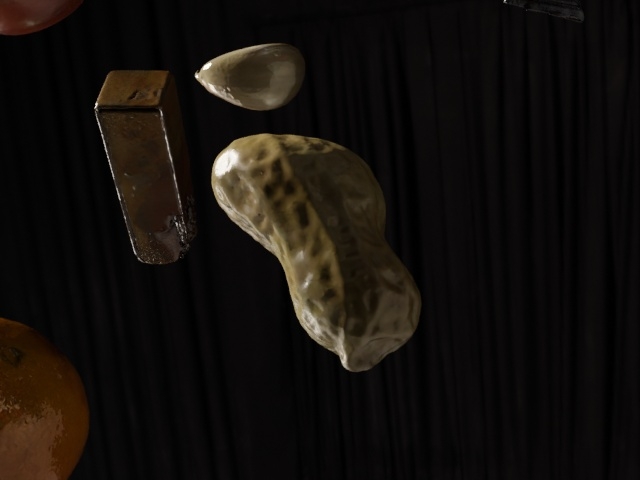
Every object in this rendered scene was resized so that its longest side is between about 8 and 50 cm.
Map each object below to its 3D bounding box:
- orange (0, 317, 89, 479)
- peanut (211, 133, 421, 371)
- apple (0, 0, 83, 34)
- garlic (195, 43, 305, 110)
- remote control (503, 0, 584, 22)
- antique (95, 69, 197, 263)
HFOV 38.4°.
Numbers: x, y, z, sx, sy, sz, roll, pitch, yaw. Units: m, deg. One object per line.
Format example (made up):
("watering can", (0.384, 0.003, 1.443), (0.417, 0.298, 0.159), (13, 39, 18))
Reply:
("orange", (-0.409, 0.215, 1.100), (0.261, 0.261, 0.261), (-6, 12, 1))
("peanut", (0.005, -0.008, 0.984), (0.159, 0.291, 0.143), (-40, -21, 10))
("apple", (-0.558, -0.532, 1.625), (0.277, 0.348, 0.348), (-30, 11, 4))
("garlic", (-0.147, -0.368, 2.040), (0.245, 0.145, 0.164), (-8, 27, -16))
("remote control", (0.243, -0.261, 0.998), (0.096, 0.014, 0.039), (10, 48, -10))
("antique", (-0.243, -0.097, 1.338), (0.093, 0.310, 0.087), (1, 45, 4))
